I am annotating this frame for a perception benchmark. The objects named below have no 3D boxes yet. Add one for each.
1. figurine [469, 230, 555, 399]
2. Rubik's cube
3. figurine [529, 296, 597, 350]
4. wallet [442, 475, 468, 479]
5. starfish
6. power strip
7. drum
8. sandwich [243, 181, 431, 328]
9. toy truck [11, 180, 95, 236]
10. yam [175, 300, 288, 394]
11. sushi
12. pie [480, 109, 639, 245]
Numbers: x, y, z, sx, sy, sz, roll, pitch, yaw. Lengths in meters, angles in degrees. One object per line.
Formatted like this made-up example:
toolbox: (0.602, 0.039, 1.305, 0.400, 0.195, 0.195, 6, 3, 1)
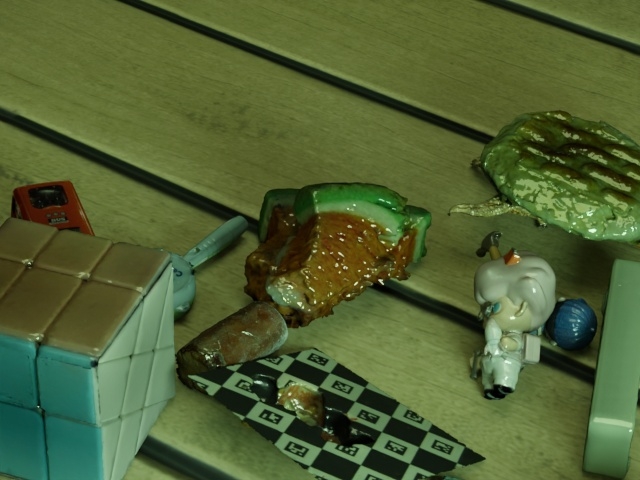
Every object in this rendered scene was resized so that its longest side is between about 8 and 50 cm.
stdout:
figurine: (0.249, 0.095, 1.954, 0.112, 0.137, 0.229, 13, 66, -6)
Rubik's cube: (-0.315, 0.137, 1.776, 0.224, 0.231, 0.221, 12, 36, 13)
figurine: (0.305, 0.102, 2.024, 0.136, 0.079, 0.077, 15, 78, 6)
wallet: (0.177, 0.329, 1.736, 0.088, 0.026, 0.129, 12, 36, 4)
starfish: (0.322, -0.080, 2.269, 0.301, 0.084, 0.293, 5, 32, -6)
power strip: (0.389, 0.150, 1.953, 0.062, 0.091, 0.385, 9, 36, 10)
drum: (-0.174, 0.041, 2.072, 0.253, 0.049, 0.130, -24, 44, -33)
sandwich: (0.000, 0.000, 2.056, 0.250, 0.162, 0.301, 11, 34, 15)
toy truck: (-0.346, 0.028, 2.016, 0.107, 0.114, 0.253, -9, 37, -20)
yam: (-0.114, 0.139, 1.927, 0.079, 0.079, 0.141, 27, 41, 28)
sushi: (0.011, 0.237, 1.827, 0.290, 0.050, 0.264, 31, 24, 34)
pie: (0.372, -0.098, 2.178, 0.306, 0.071, 0.306, 9, 32, -6)
